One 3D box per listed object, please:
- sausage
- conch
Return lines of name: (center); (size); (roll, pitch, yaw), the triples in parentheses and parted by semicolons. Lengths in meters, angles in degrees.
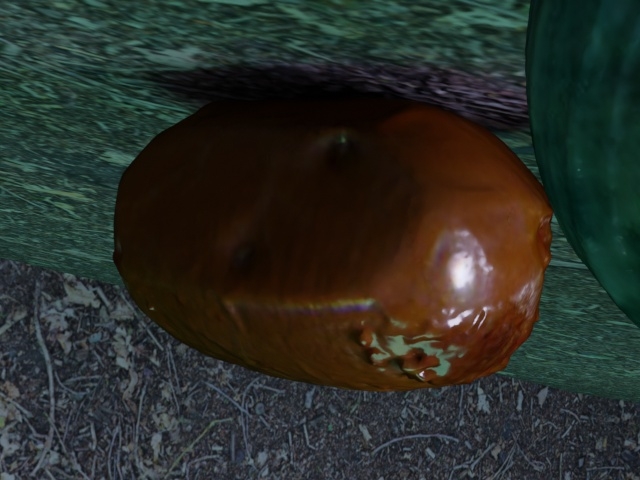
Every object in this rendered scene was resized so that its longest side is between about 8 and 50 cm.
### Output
sausage: (-0.001, 0.000, 0.770); (0.268, 0.153, 0.141); (5, 171, 42)
conch: (0.173, -0.017, 0.455); (0.202, 0.134, 0.196); (5, 172, 45)
